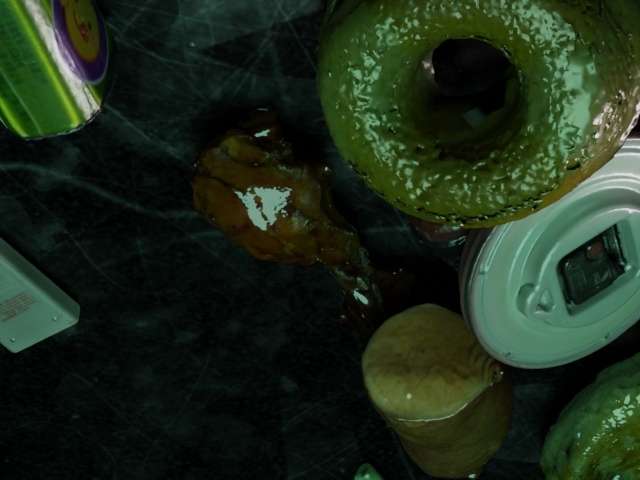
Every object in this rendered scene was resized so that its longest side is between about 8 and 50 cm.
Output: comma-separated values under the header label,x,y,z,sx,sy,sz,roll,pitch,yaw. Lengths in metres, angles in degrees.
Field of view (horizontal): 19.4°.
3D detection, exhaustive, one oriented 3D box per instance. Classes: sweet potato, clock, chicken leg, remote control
label,x,y,z,sx,sy,sz,roll,pitch,yaw
sweet potato,0.130,0.161,1.812,0.131,0.131,0.336,-10,159,10
clock,0.229,0.010,1.636,0.244,0.056,0.244,-18,132,-20
chicken leg,0.000,0.000,1.675,0.113,0.093,0.304,-35,132,15
remote control,-0.315,0.033,1.739,0.087,0.029,0.190,-27,130,24

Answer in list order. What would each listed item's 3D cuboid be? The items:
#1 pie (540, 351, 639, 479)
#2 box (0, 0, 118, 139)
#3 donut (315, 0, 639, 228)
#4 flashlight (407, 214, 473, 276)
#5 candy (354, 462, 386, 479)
label,x,y,z,sx,sy,sz,roll,pitch,yaw
pie,0.362,0.204,1.898,0.277,0.078,0.277,-3,139,-3
box,-0.254,-0.241,1.383,0.097,0.134,0.345,-9,135,15
donut,0.117,-0.125,1.466,0.272,0.107,0.272,7,115,16
flashlight,0.157,0.020,1.697,0.093,0.093,0.232,-18,139,17
candy,0.175,0.381,2.073,0.119,0.119,0.440,-27,122,24
